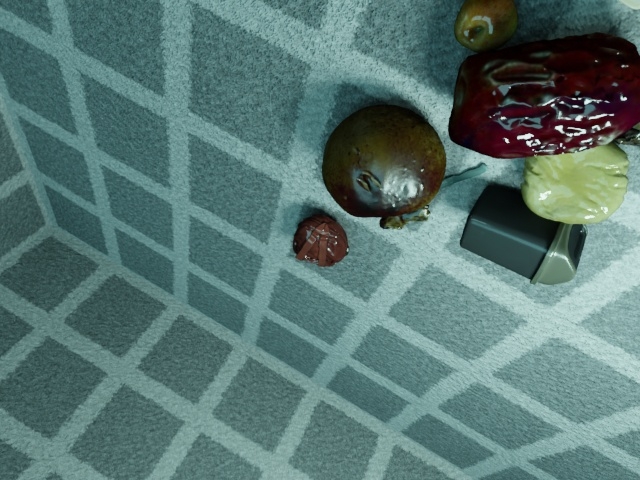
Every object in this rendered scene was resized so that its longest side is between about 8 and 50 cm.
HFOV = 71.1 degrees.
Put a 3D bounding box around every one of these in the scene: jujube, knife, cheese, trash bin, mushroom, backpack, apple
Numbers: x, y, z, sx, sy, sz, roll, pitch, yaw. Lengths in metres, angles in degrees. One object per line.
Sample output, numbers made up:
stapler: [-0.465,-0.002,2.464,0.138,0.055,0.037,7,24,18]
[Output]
jujube: [0.451,-0.297,0.937,0.377,0.258,0.258,-6,128,31]
knife: [0.387,-0.177,1.295,0.028,0.015,0.210,44,142,-23]
cheese: [0.598,-0.151,1.061,0.226,0.117,0.213,16,113,28]
trash bin: [0.546,-0.016,1.204,0.290,0.209,0.182,25,143,20]
mushroom: [0.202,-0.203,1.265,0.331,0.356,0.334,-12,86,46]
backpack: [0.001,-0.002,1.656,0.229,0.139,0.229,20,141,17]
apple: [0.351,-0.461,0.947,0.126,0.102,0.126,21,141,18]

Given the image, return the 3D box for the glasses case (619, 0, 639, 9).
glasses case: [0.593,-0.552,0.698,0.144,0.076,0.336,35,142,-2]

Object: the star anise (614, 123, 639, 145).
star anise: [0.727,-0.245,0.911,0.236,0.109,0.223,3,128,36]
